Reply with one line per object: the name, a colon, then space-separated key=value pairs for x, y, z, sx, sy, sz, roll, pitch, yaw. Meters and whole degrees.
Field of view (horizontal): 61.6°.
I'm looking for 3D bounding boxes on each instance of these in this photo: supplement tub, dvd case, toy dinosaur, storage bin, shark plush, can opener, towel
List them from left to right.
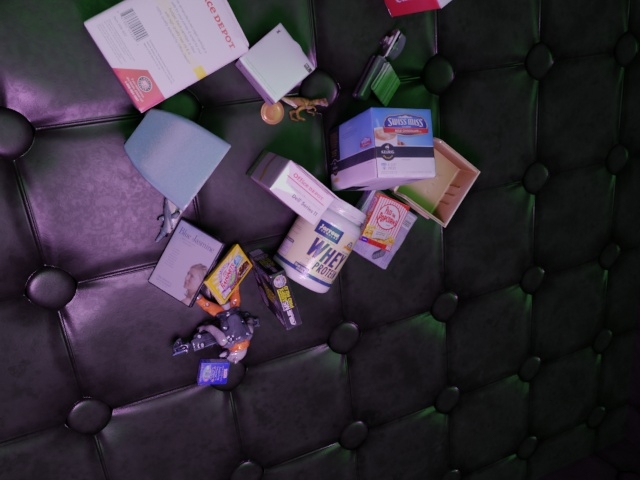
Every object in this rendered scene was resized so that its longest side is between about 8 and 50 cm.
shark plush: x=-0.517 y=-0.068 z=1.810 sx=0.067 sy=0.073 sz=0.161 roll=26 pitch=116 yaw=-9
dvd case: x=-0.453 y=0.076 z=1.823 sx=0.181 sy=0.022 sz=0.252 roll=29 pitch=93 yaw=11
toy dinosaur: x=-0.082 y=-0.475 z=1.868 sx=0.212 sy=0.064 sz=0.112 roll=8 pitch=90 yaw=-13
supplement tub: x=0.000 y=0.000 z=1.937 sx=0.236 sy=0.235 sz=0.324 roll=29 pitch=93 yaw=-28
can opener: x=0.221 y=-0.626 z=1.934 sx=0.095 sy=0.076 sz=0.283 roll=25 pitch=96 yaw=-27
towel: x=0.236 y=-0.564 z=1.949 sx=0.113 sy=0.023 sz=0.152 roll=-58 pitch=154 yaw=2
storage bin: x=0.446 y=-0.237 z=2.124 sx=0.260 sy=0.123 sz=0.262 roll=31 pitch=92 yaw=-28

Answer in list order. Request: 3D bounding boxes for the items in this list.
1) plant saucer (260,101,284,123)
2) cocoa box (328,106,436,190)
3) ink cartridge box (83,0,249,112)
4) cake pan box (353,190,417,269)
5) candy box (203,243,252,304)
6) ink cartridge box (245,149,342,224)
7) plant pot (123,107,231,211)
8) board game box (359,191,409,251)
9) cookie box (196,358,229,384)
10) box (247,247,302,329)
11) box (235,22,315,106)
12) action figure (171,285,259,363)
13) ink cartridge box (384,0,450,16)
plant saucer: x=-0.165 y=-0.443 z=1.854 sx=0.084 sy=0.013 sz=0.083 roll=-7 pitch=109 yaw=-22
cocoa box: x=0.200 y=-0.305 z=1.847 sx=0.232 sy=0.347 sz=0.227 roll=-3 pitch=89 yaw=-23
ink cartridge box: x=-0.451 y=-0.601 z=1.597 sx=0.385 sy=0.160 sz=0.279 roll=-33 pitch=116 yaw=-11
cake pan box: x=0.224 y=-0.054 z=2.115 sx=0.246 sy=0.070 sz=0.266 roll=30 pitch=93 yaw=-30
candy box: x=-0.315 y=0.114 z=1.849 sx=0.105 sy=0.027 sz=0.205 roll=57 pitch=39 yaw=-23
ink cartridge box: x=-0.095 y=-0.174 z=1.775 sx=0.207 sy=0.353 sz=0.119 roll=38 pitch=88 yaw=-28
plant pot: x=-0.457 y=-0.271 z=1.659 sx=0.252 sy=0.247 sz=0.247 roll=36 pitch=89 yaw=-18
board game box: x=0.238 y=-0.070 z=2.053 sx=0.147 sy=0.045 sz=0.193 roll=20 pitch=96 yaw=-27
cookie box: x=-0.404 y=0.493 z=2.020 sx=0.107 sy=0.040 sz=0.091 roll=6 pitch=103 yaw=-25
box: x=-0.166 y=0.164 z=1.895 sx=0.060 sy=0.270 sz=0.216 roll=-22 pitch=114 yaw=-17
box: x=-0.149 y=-0.567 z=1.747 sx=0.182 sy=0.119 sz=0.181 roll=-43 pitch=106 yaw=-7
action figure: x=-0.367 y=0.290 z=1.889 sx=0.342 sy=0.179 sz=0.330 roll=-26 pitch=97 yaw=-29
ink cartridge box: x=0.334 y=-0.848 z=1.783 sx=0.272 sy=0.309 sz=0.130 roll=-40 pitch=117 yaw=-7
